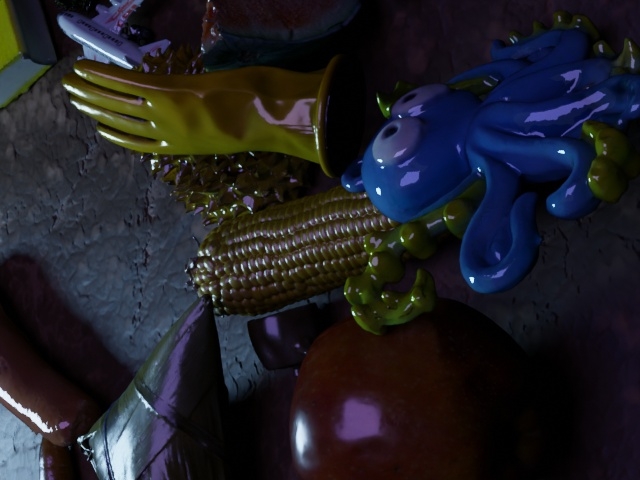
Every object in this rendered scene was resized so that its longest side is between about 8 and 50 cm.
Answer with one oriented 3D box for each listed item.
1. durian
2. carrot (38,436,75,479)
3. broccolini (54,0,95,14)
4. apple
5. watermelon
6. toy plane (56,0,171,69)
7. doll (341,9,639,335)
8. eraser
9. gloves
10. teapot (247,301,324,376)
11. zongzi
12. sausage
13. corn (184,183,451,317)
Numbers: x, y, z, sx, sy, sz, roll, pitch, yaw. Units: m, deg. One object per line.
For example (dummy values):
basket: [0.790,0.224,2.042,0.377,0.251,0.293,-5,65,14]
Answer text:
durian: [-0.120,-0.110,1.693,0.249,0.138,0.183,19,89,34]
carrot: [-0.306,0.285,1.863,0.048,0.048,0.139,-16,74,38]
broccolini: [-0.303,-0.311,1.831,0.058,0.201,0.074,28,91,14]
apple: [0.091,0.160,1.414,0.230,0.230,0.230,-5,83,40]
watermelon: [-0.033,-0.222,1.604,0.231,0.146,0.128,-79,-5,-48]
toy plane: [-0.242,-0.226,1.845,0.171,0.065,0.162,35,109,39]
doll: [0.140,-0.086,1.378,0.341,0.099,0.346,-20,36,42]
eraser: [-0.420,-0.278,2.001,0.158,0.069,0.226,-34,64,34]
gloves: [-0.114,-0.132,1.532,0.294,0.133,0.116,7,55,18]
teapot: [-0.034,0.106,1.634,0.121,0.076,0.068,-22,83,65]
zongzi: [-0.123,0.227,1.638,0.274,0.125,0.251,-53,56,38]
sausage: [-0.370,0.141,1.909,0.326,0.079,0.087,40,96,36]
corn: [0.000,0.000,1.593,0.305,0.106,0.106,-20,73,33]
